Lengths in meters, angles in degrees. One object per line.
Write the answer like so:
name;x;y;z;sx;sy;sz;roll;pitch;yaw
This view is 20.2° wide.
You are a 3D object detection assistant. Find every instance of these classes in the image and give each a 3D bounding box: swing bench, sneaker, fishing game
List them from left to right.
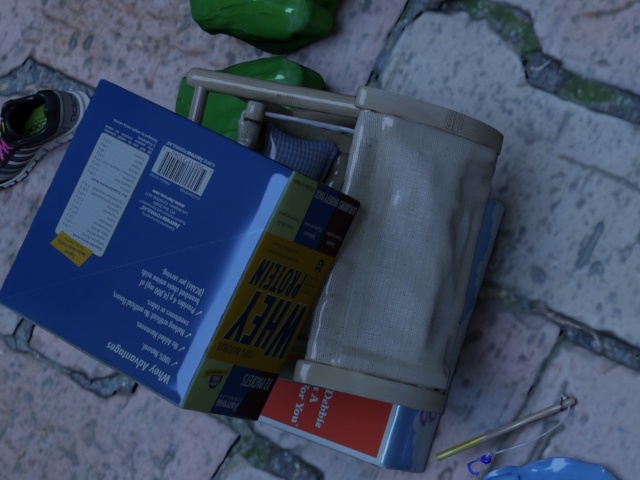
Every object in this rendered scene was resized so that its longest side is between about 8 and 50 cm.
sneaker;-0.329;-0.114;1.941;0.170;0.075;0.063;-30;66;22
swing bench;0.000;0.000;1.567;0.255;0.165;0.253;9;84;31
fishing game;0.195;0.277;1.554;0.189;0.041;0.264;-28;59;6

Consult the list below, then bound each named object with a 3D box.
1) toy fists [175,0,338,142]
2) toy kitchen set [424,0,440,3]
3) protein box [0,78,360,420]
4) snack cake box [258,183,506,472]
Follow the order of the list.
toy fists;-0.055;-0.187;1.786;0.142;0.096;0.279;1;81;37
toy kitchen set;0.041;-0.297;1.656;0.207;0.166;0.122;-15;69;-12
protein box;-0.114;0.009;1.455;0.200;0.136;0.201;26;92;26
snack cake box;0.054;0.067;1.670;0.152;0.089;0.264;17;89;31
